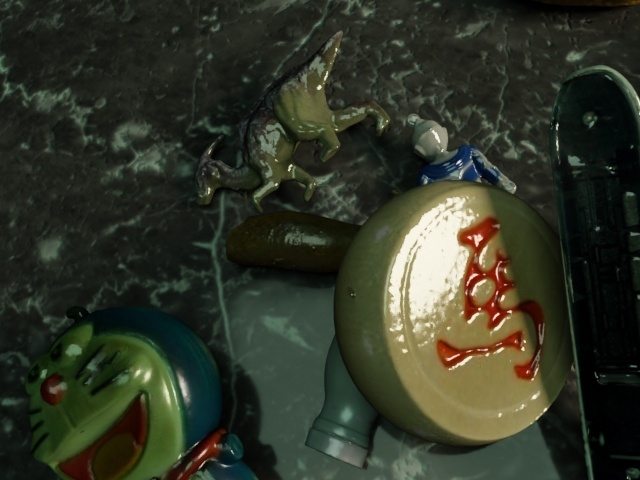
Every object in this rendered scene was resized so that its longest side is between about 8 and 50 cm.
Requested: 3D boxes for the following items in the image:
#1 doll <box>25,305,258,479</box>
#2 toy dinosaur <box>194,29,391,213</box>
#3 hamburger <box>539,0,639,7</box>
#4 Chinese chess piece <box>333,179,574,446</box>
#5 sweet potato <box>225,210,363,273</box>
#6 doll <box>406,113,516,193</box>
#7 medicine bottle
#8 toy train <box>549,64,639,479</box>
[{"bbox_3d":[-0.182,0.203,0.655,0.198,0.186,0.322,-34,80,15],"label":"doll"},{"bbox_3d":[-0.044,-0.139,0.822,0.294,0.077,0.162,-42,69,-8],"label":"toy dinosaur"},{"bbox_3d":[0.386,-0.447,0.836,0.314,0.170,0.290,8,77,9],"label":"hamburger"},{"bbox_3d":[0.141,0.071,0.638,0.273,0.102,0.274,3,83,-25],"label":"Chinese chess piece"},{"bbox_3d":[0.000,0.000,0.764,0.243,0.077,0.077,0,69,9],"label":"sweet potato"},{"bbox_3d":[0.175,-0.069,0.779,0.113,0.057,0.227,-27,77,3],"label":"doll"},{"bbox_3d":[0.052,0.135,0.695,0.090,0.090,0.217,18,73,14],"label":"medicine bottle"},{"bbox_3d":[0.283,0.040,0.596,0.086,0.088,0.407,-5,101,28],"label":"toy train"}]
